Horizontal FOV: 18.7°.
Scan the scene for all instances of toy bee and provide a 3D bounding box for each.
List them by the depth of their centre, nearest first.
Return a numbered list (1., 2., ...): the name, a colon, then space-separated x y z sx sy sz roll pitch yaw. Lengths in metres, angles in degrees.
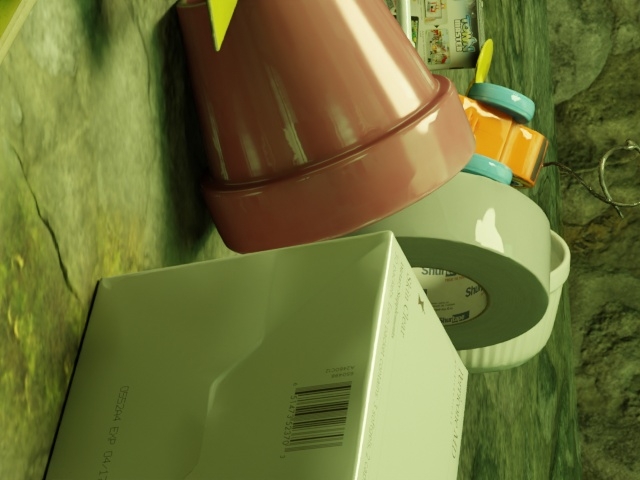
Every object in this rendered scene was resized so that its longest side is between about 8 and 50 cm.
1. toy bee: 0.168 -0.089 2.025 0.195 0.298 0.162 -50 -175 -11

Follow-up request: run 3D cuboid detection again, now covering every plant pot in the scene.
1. plant pot: -0.012 -0.113 1.410 0.201 0.201 0.180 -61 130 -65

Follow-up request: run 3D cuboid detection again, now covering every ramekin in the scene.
1. ramekin: 0.150 0.053 2.007 0.207 0.207 0.109 -62 156 -64

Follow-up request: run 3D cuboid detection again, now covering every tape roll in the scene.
1. tape roll: 0.094 0.020 1.728 0.219 0.219 0.072 66 25 -58

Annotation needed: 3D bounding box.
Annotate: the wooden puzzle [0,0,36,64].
1. wooden puzzle: -0.181 -0.190 0.988 0.238 0.044 0.221 -70 155 -56

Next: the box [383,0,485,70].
1. box: 0.112 -0.283 2.063 0.036 0.114 0.207 -45 133 -72

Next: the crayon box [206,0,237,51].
1. crayon box: -0.108 -0.300 1.224 0.202 0.081 0.318 -73 157 -52

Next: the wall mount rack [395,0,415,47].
1. wall mount rack: 0.043 -0.287 1.584 0.350 0.130 0.304 -2 130 -50

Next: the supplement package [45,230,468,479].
1. supplement package: -0.039 0.150 1.155 0.145 0.204 0.261 60 30 -43
